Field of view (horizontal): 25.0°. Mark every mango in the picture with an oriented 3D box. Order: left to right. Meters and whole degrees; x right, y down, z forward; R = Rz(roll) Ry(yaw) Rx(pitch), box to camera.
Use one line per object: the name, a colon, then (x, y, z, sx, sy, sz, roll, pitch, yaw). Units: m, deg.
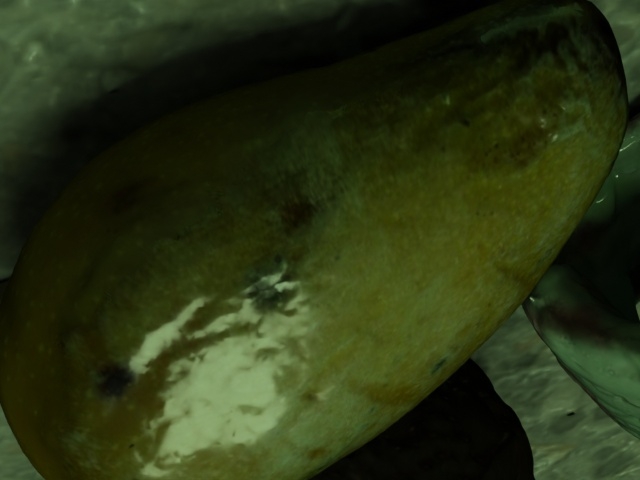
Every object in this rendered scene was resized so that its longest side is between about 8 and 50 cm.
mango: (-0.002, 0.003, 0.685, 0.329, 0.176, 0.176, -32, 167, -15)

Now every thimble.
thimble: (0.209, 0.021, 0.781, 0.211, 0.185, 0.149, 0, 150, 32)

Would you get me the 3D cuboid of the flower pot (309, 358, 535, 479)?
flower pot: (0.050, 0.233, 0.849, 0.266, 0.267, 0.267, -20, 139, -18)

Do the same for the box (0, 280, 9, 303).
box: (-0.133, 0.046, 0.772, 0.053, 0.024, 0.083, -20, 140, -2)
